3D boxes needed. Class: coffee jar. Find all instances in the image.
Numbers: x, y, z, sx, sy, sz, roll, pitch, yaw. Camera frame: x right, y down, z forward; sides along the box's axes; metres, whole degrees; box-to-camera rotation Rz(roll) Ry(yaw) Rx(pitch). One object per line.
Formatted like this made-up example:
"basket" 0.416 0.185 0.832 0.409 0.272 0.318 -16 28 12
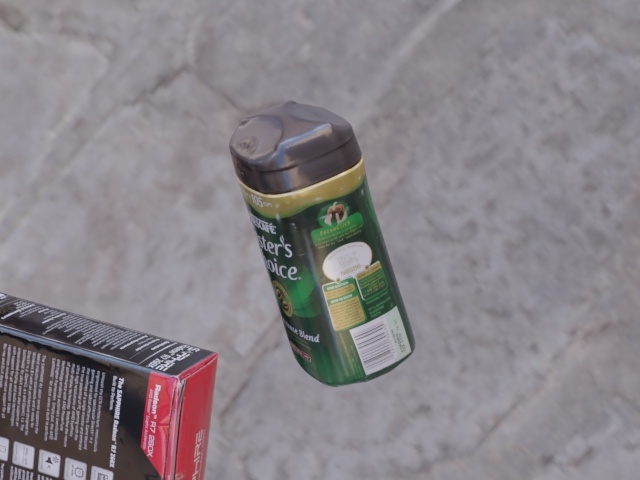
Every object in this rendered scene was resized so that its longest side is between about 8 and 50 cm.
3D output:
"coffee jar" 0.000 0.000 1.216 0.079 0.184 0.096 -22 22 -15

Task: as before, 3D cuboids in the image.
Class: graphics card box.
"graphics card box" -0.284 0.178 1.707 0.371 0.094 0.232 13 108 20
